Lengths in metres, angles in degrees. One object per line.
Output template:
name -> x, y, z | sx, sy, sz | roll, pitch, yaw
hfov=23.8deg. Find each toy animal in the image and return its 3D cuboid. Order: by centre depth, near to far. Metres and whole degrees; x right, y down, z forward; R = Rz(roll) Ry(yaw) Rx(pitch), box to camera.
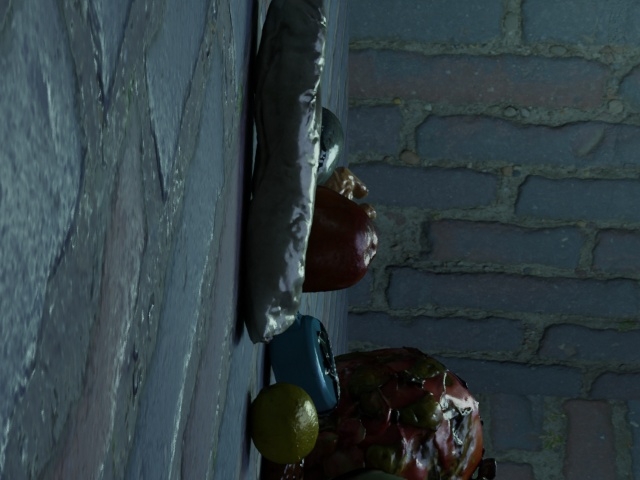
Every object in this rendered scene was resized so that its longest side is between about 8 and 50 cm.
toy animal -> -0.008, -0.029, 2.250 | 0.184, 0.104, 0.185 | 54, 46, -36

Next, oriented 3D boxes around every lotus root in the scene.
lotus root -> -0.015, -0.113, 1.977 | 0.088, 0.088, 0.165 | 88, 15, -52

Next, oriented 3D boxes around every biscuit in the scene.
biscuit -> -0.046, 0.299, 1.981 | 0.192, 0.049, 0.192 | 0, 90, -82

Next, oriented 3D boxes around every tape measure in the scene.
tape measure -> -0.023, 0.156, 1.931 | 0.125, 0.081, 0.146 | 53, 22, -69

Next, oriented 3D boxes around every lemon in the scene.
lemon -> -0.042, 0.212, 1.735 | 0.082, 0.082, 0.111 | -84, 168, -50

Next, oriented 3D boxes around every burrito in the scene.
burrito -> -0.040, -0.084, 1.615 | 0.117, 0.076, 0.392 | 133, -38, -85

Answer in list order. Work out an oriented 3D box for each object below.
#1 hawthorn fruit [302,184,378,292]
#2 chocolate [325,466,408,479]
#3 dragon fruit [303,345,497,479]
hawthorn fruit -> 0.000, 0.000, 1.796 | 0.133, 0.138, 0.133 | 5, 90, -89
chocolate -> 0.050, 0.442, 2.139 | 0.283, 0.283, 0.186 | -82, 158, -56
dragon fruit -> 0.067, 0.334, 2.374 | 0.263, 0.314, 0.296 | -29, 107, -49
